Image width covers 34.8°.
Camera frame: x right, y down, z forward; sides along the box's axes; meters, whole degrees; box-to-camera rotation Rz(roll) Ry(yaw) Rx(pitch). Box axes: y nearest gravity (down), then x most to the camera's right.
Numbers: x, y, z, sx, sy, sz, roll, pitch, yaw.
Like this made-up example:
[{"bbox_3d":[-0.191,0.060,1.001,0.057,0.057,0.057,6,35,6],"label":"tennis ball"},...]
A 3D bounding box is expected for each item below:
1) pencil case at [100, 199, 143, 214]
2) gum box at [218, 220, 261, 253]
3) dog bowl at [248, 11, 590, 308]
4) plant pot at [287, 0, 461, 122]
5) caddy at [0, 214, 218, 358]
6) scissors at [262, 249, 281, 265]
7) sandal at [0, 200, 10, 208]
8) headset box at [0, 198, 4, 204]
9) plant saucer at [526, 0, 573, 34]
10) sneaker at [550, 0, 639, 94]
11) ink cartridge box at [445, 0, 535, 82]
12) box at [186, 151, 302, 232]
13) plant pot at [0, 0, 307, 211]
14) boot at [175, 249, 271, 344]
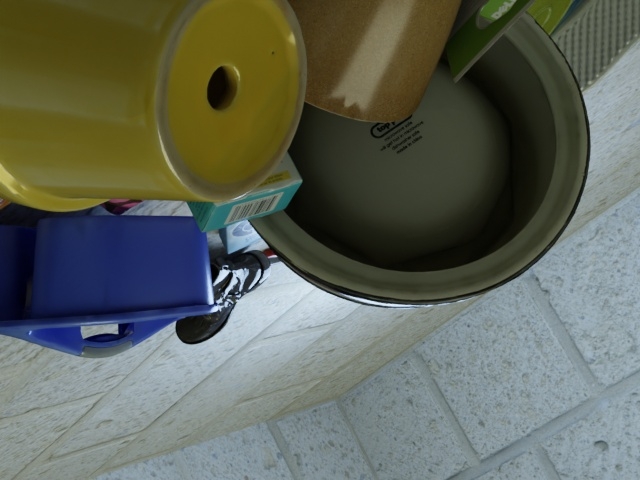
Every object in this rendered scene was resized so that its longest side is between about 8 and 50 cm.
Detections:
[{"bbox_3d":[-0.190,-0.119,1.229,0.209,0.098,0.095,-31,159,17],"label":"pencil case"},{"bbox_3d":[-0.090,-0.055,1.665,0.157,0.041,0.184,-24,164,-11],"label":"gum box"},{"bbox_3d":[0.085,-0.104,1.159,0.408,0.408,0.150,-24,165,-12],"label":"dog bowl"},{"bbox_3d":[0.052,-0.281,0.951,0.237,0.237,0.254,-11,143,-45],"label":"plant pot"},{"bbox_3d":[-0.288,0.063,1.331,0.241,0.179,0.341,-6,177,34],"label":"caddy"},{"bbox_3d":[0.000,0.000,2.016,0.297,0.021,0.109,-12,155,-44],"label":"scissors"},{"bbox_3d":[-0.314,-0.078,1.184,0.265,0.076,0.102,-34,162,21],"label":"sandal"},{"bbox_3d":[-0.344,-0.133,0.916,0.218,0.110,0.293,-38,160,29],"label":"headset box"},{"bbox_3d":[0.282,-0.303,1.398,0.241,0.037,0.241,-41,164,-15],"label":"plant saucer"},{"bbox_3d":[0.459,-0.363,1.532,0.366,0.135,0.150,-37,-169,14],"label":"sneaker"},{"bbox_3d":[0.201,-0.292,1.028,0.097,0.255,0.189,16,140,-28],"label":"ink cartridge box"},{"bbox_3d":[-0.120,-0.135,1.026,0.100,0.244,0.060,-17,160,-29],"label":"box"},{"bbox_3d":[-0.152,-0.134,0.780,0.254,0.239,0.254,-26,124,-47],"label":"plant pot"},{"bbox_3d":[-0.218,0.105,1.809,0.263,0.091,0.229,-46,168,21],"label":"boot"}]
